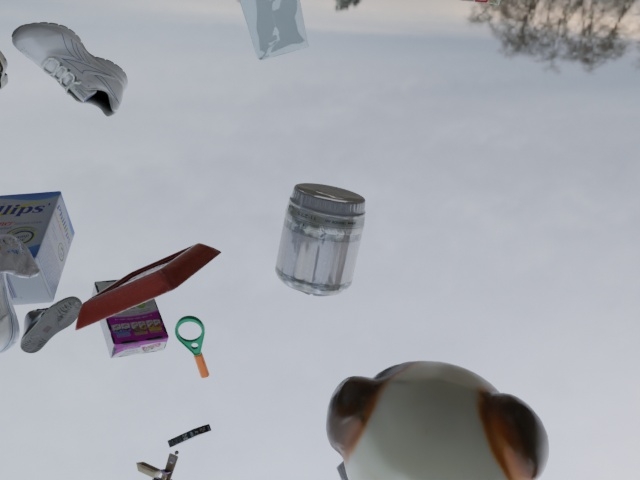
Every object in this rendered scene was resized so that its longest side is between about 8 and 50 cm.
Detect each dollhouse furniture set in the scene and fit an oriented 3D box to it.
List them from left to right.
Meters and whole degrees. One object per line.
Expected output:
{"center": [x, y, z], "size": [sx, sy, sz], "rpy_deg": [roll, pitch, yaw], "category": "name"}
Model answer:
{"center": [-0.404, 0.542, 1.648], "size": [0.114, 0.081, 0.091], "rpy_deg": [14, 173, 24], "category": "dollhouse furniture set"}

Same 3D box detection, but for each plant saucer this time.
{"center": [-0.372, 0.087, 1.453], "size": [0.258, 0.048, 0.259], "rpy_deg": [-22, -170, 19], "category": "plant saucer"}

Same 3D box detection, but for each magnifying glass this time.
{"center": [-0.395, 0.338, 2.134], "size": [0.092, 0.231, 0.026], "rpy_deg": [-13, -155, -1], "category": "magnifying glass"}

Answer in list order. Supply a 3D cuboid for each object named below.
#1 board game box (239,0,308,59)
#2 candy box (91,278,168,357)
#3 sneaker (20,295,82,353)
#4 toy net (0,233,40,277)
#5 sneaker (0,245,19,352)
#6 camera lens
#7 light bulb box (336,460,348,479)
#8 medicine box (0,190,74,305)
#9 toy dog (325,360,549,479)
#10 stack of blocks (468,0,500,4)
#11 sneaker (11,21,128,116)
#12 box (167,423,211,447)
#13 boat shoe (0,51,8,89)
{"center": [-0.108, -0.483, 1.077], "size": [0.097, 0.303, 0.224], "rpy_deg": [-16, 160, -1], "category": "board game box"}
{"center": [-0.552, 0.218, 1.946], "size": [0.159, 0.071, 0.233], "rpy_deg": [-4, -132, -33], "category": "candy box"}
{"center": [-0.789, 0.215, 1.959], "size": [0.222, 0.083, 0.118], "rpy_deg": [-39, -138, 5], "category": "sneaker"}
{"center": [-0.555, -0.015, 1.089], "size": [0.232, 0.045, 0.122], "rpy_deg": [40, -151, -16], "category": "toy net"}
{"center": [-0.562, 0.059, 1.089], "size": [0.094, 0.258, 0.091], "rpy_deg": [-26, 172, 0], "category": "sneaker"}
{"center": [0.000, 0.000, 1.850], "size": [0.219, 0.274, 0.219], "rpy_deg": [11, -164, -3], "category": "camera lens"}
{"center": [0.301, 0.598, 1.673], "size": [0.361, 0.358, 0.225], "rpy_deg": [-44, -158, 3], "category": "light bulb box"}
{"center": [-0.789, 0.020, 1.685], "size": [0.263, 0.149, 0.289], "rpy_deg": [-5, -141, -4], "category": "medicine box"}
{"center": [0.100, 0.333, 0.720], "size": [0.284, 0.408, 0.395], "rpy_deg": [4, 177, 28], "category": "toy dog"}
{"center": [0.368, -0.722, 1.590], "size": [0.171, 0.297, 0.087], "rpy_deg": [-6, -152, -31], "category": "stack of blocks"}
{"center": [-0.583, -0.404, 1.594], "size": [0.297, 0.111, 0.129], "rpy_deg": [27, -137, -42], "category": "sneaker"}
{"center": [-0.312, 0.465, 1.609], "size": [0.083, 0.018, 0.067], "rpy_deg": [-28, 166, 19], "category": "box"}
{"center": [-0.741, -0.364, 1.436], "size": [0.104, 0.110, 0.307], "rpy_deg": [-53, -174, -17], "category": "boat shoe"}
